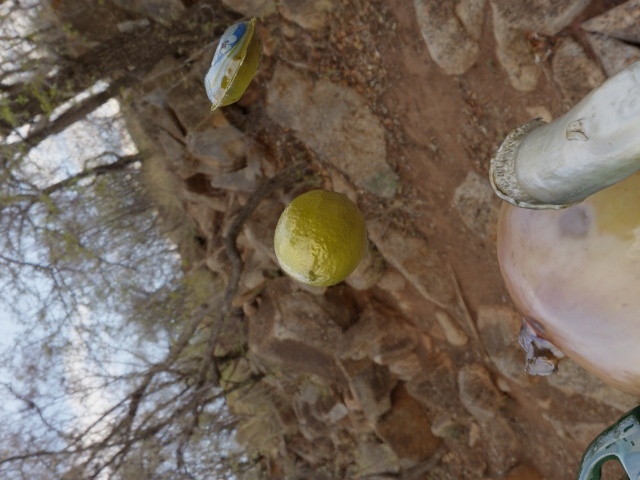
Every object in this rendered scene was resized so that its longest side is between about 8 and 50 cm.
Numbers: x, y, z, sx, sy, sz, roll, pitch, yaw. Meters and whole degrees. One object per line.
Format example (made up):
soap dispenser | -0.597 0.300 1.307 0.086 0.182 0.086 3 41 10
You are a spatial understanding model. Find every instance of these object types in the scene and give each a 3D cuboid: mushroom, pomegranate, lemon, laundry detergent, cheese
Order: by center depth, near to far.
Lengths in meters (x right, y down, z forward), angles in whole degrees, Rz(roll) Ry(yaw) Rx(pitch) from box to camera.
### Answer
mushroom | 0.179 -0.064 0.413 0.209 0.084 0.071 115 166 -84
laundry detergent | 0.315 0.249 0.614 0.063 0.137 0.211 -66 -10 -50
pomegranate | 0.323 0.017 0.648 0.338 0.338 0.338 -25 -90 -86
cheese | -0.154 -0.312 1.101 0.069 0.177 0.270 24 -165 -19
lemon | 0.000 0.000 1.191 0.203 0.178 0.178 -74 -33 -41
